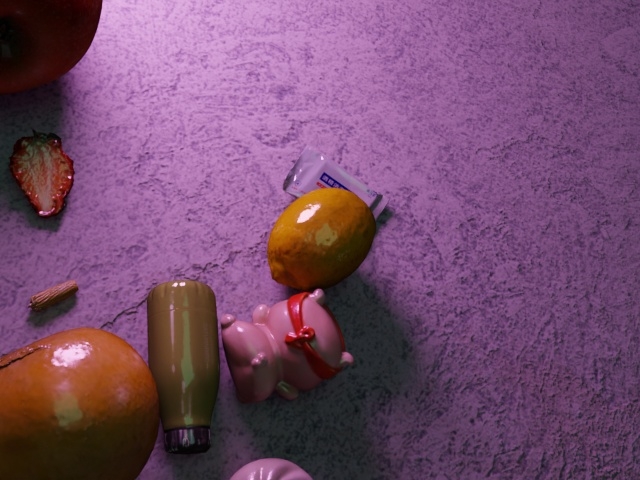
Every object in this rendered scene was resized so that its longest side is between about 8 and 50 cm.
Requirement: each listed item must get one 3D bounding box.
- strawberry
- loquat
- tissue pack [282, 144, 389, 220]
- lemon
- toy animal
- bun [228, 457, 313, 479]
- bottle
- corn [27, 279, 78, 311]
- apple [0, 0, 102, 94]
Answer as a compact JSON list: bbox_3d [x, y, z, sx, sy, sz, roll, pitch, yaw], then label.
[{"bbox_3d":[-0.464,-0.110,1.289,0.103,0.048,0.152,-2,83,-29],"label":"strawberry"},{"bbox_3d":[-0.351,0.242,1.060,0.262,0.263,0.263,8,66,-18],"label":"loquat"},{"bbox_3d":[0.027,-0.089,1.474,0.193,0.026,0.123,35,60,-4],"label":"tissue pack"},{"bbox_3d":[0.000,0.000,1.344,0.170,0.170,0.207,47,60,3],"label":"lemon"},{"bbox_3d":[-0.056,0.171,1.266,0.197,0.171,0.172,-16,74,-18],"label":"toy animal"},{"bbox_3d":[-0.071,0.416,1.171,0.172,0.120,0.173,7,65,-16],"label":"bun"},{"bbox_3d":[-0.212,0.199,1.212,0.112,0.112,0.260,2,67,-20],"label":"bottle"},{"bbox_3d":[-0.424,0.089,1.228,0.083,0.027,0.028,-26,96,-30],"label":"corn"},{"bbox_3d":[-0.518,-0.400,1.227,0.348,0.349,0.277,-9,54,-24],"label":"apple"}]
